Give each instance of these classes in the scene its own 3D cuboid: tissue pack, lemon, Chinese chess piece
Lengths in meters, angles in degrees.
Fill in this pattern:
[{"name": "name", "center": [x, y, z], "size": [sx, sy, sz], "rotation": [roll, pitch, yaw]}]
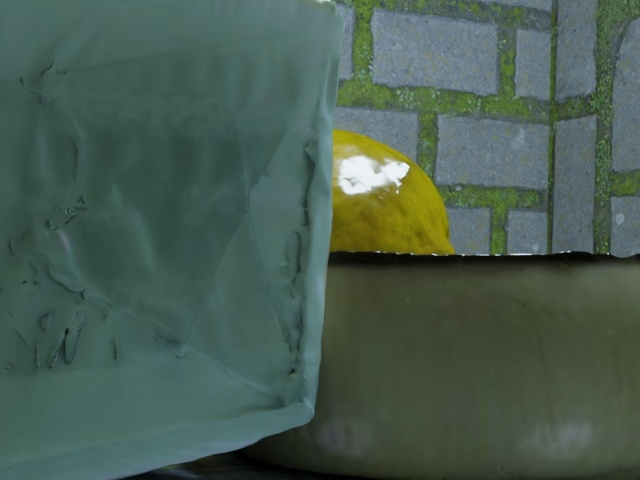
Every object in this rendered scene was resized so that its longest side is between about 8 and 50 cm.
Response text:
[{"name": "tissue pack", "center": [-0.242, -0.028, 0.436], "size": [0.331, 0.205, 0.404], "rotation": [0, 7, -43]}, {"name": "lemon", "center": [0.000, 0.000, 1.017], "size": [0.288, 0.234, 0.233], "rotation": [8, 2, 25]}, {"name": "Chinese chess piece", "center": [0.066, 0.056, 0.525], "size": [0.249, 0.103, 0.250], "rotation": [0, -1, 0]}]
